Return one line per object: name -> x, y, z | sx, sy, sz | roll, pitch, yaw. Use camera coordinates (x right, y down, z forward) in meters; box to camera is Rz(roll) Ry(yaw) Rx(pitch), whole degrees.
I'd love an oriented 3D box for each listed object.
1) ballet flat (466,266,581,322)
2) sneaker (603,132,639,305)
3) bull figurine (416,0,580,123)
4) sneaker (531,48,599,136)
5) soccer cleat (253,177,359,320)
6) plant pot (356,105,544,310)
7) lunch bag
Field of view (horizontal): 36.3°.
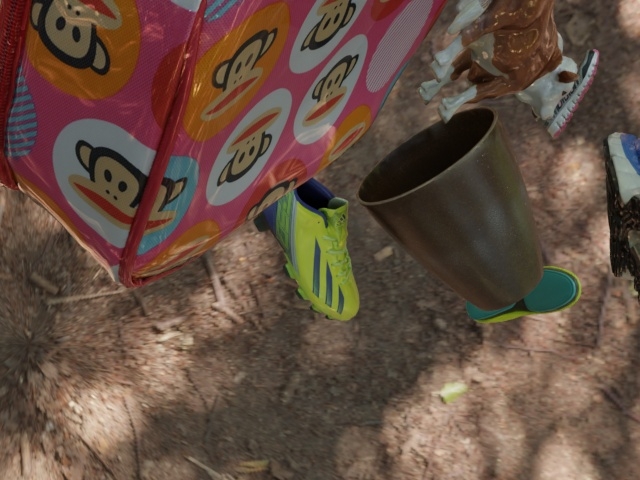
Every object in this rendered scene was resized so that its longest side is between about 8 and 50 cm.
ballet flat -> 0.346, 0.090, 1.613 | 0.077, 0.231, 0.077 | 2, 76, -42
sneaker -> 0.328, -0.018, 0.835 | 0.147, 0.330, 0.129 | -6, 109, 8
bull figurine -> 0.202, -0.223, 1.114 | 0.188, 0.310, 0.101 | -31, 60, 0
sneaker -> 0.440, -0.276, 1.765 | 0.075, 0.063, 0.170 | 32, 110, 14
soccer cleat -> 0.000, 0.000, 1.362 | 0.121, 0.093, 0.289 | -24, 121, 14
plant pot -> 0.199, -0.024, 1.317 | 0.215, 0.215, 0.230 | -40, 108, -17
lunch bag -> -0.015, -0.135, 0.469 | 0.120, 0.258, 0.293 | 39, 45, 9
